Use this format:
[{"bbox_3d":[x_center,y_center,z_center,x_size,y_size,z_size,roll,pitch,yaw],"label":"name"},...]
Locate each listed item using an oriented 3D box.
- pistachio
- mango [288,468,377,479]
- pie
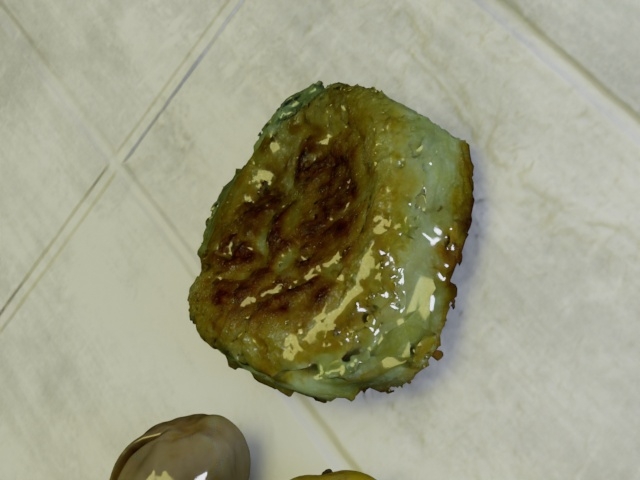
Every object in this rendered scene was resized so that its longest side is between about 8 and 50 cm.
[{"bbox_3d":[-0.137,0.244,1.764,0.124,0.124,0.185,38,115,46],"label":"pistachio"},{"bbox_3d":[0.028,0.278,1.599,0.137,0.098,0.195,-50,56,15],"label":"mango"},{"bbox_3d":[0.000,0.000,1.749,0.355,0.103,0.288,27,85,49],"label":"pie"}]
